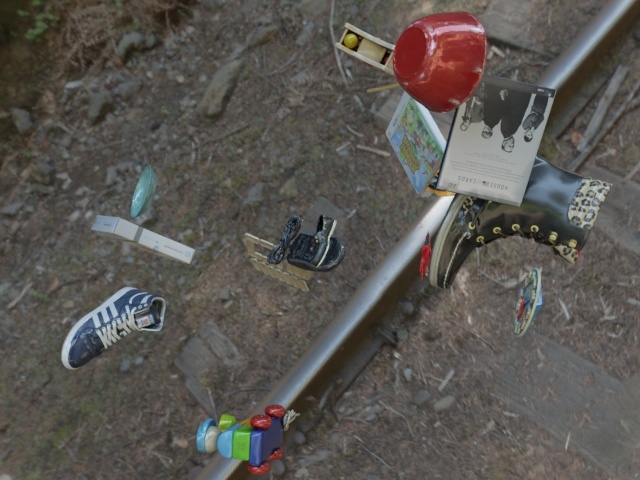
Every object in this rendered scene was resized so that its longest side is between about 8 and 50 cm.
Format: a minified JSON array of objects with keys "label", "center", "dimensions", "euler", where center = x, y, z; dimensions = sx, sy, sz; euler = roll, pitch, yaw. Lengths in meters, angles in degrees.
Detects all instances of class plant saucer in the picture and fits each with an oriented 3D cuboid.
[{"label":"plant saucer","center":[-0.387,-0.104,1.267],"dimensions":[0.119,0.021,0.120],"euler":[-34,47,46]}]

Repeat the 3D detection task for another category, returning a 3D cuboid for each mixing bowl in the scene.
[{"label":"mixing bowl","center":[0.194,-0.326,1.024],"dimensions":[0.181,0.098,0.182],"euler":[-5,84,56]}]

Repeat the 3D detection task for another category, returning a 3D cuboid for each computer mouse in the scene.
[{"label":"computer mouse","center":[-0.025,0.032,1.837],"dimensions":[0.272,0.072,0.189],"euler":[16,68,37]}]

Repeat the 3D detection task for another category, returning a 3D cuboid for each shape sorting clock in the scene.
[{"label":"shape sorting clock","center":[0.595,0.178,1.662],"dimensions":[0.040,0.206,0.206],"euler":[13,68,6]}]

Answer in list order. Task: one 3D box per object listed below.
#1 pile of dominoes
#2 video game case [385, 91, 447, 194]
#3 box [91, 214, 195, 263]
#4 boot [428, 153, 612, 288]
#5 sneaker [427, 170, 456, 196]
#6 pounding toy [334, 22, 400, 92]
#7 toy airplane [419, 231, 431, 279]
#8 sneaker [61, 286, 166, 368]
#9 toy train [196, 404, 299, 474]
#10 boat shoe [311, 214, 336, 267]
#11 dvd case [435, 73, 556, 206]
[{"label":"pile of dominoes","center":[-0.141,0.070,2.012],"dimensions":[0.251,0.196,0.040],"euler":[23,54,17]},{"label":"video game case","center":[0.244,-0.255,1.479],"dimensions":[0.023,0.193,0.213],"euler":[-16,67,-19]},{"label":"box","center":[-0.393,-0.003,1.273],"dimensions":[0.145,0.186,0.038],"euler":[7,75,51]},{"label":"boot","center":[0.424,-0.023,1.256],"dimensions":[0.284,0.138,0.378],"euler":[26,90,22]},{"label":"sneaker","center":[0.387,-0.209,1.936],"dimensions":[0.084,0.083,0.215],"euler":[-15,23,-25]},{"label":"pounding toy","center":[0.164,-0.532,1.752],"dimensions":[0.269,0.154,0.155],"euler":[28,104,1]},{"label":"toy airplane","center":[0.285,0.047,1.560],"dimensions":[0.028,0.151,0.151],"euler":[0,63,5]},{"label":"sneaker","center":[-0.510,0.222,1.457],"dimensions":[0.153,0.099,0.282],"euler":[6,36,25]},{"label":"toy train","center":[-0.143,0.386,1.179],"dimensions":[0.143,0.248,0.105],"euler":[3,87,13]},{"label":"boat shoe","center":[-0.001,0.001,1.291],"dimensions":[0.049,0.042,0.133],"euler":[-41,27,52]},{"label":"dvd case","center":[0.346,-0.201,1.150],"dimensions":[0.179,0.029,0.239],"euler":[13,105,-1]}]
